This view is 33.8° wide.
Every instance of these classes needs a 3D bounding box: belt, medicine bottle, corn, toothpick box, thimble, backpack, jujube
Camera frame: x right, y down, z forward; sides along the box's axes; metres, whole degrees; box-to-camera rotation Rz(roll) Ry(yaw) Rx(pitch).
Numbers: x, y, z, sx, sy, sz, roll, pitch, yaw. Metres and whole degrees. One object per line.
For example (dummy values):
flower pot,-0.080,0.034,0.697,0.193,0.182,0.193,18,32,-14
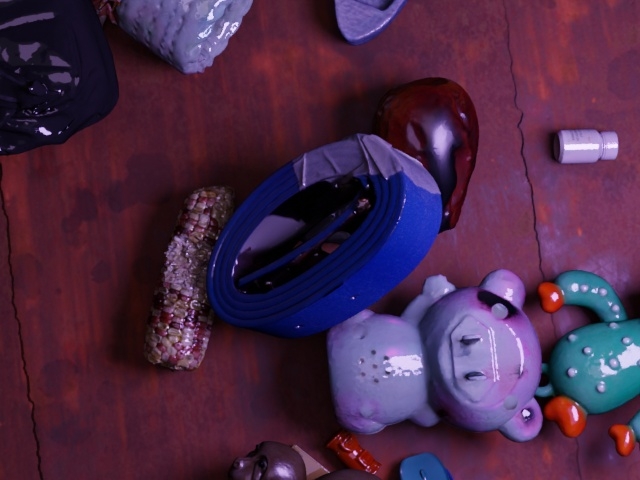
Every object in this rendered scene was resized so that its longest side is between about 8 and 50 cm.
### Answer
belt,0.000,0.000,1.468,0.347,0.117,0.212,-36,58,22
medicine bottle,0.407,-0.145,1.615,0.089,0.052,0.052,-2,82,-1
corn,-0.188,0.051,1.556,0.098,0.098,0.290,14,82,1
toothpick box,0.046,0.316,1.548,0.047,0.047,0.083,-43,85,-6
thimble,-0.191,-0.363,1.568,0.149,0.185,0.211,33,74,2
backpack,-0.542,-0.264,1.519,0.445,0.255,0.363,-22,79,1
jujube,0.160,-0.121,1.561,0.168,0.168,0.237,-6,100,-2

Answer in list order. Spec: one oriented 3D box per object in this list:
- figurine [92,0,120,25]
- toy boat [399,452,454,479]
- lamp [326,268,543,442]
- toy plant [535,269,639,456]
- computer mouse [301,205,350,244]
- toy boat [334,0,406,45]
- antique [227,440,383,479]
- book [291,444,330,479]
figurine,-0.339,-0.362,1.636,0.064,0.047,0.109,29,103,-4
toy boat,0.168,0.403,1.520,0.091,0.110,0.175,-15,41,-4
lamp,0.160,0.168,1.478,0.301,0.247,0.247,-6,80,6
toy plant,0.485,0.139,1.518,0.400,0.185,0.280,-26,89,12
computer mouse,0.025,-0.039,1.586,0.172,0.057,0.099,6,91,11
toy boat,0.096,-0.428,1.635,0.127,0.078,0.283,22,83,1
antique,-0.010,0.370,1.480,0.256,0.121,0.143,25,95,2
book,-0.007,0.401,1.553,0.172,0.012,0.118,38,82,4
